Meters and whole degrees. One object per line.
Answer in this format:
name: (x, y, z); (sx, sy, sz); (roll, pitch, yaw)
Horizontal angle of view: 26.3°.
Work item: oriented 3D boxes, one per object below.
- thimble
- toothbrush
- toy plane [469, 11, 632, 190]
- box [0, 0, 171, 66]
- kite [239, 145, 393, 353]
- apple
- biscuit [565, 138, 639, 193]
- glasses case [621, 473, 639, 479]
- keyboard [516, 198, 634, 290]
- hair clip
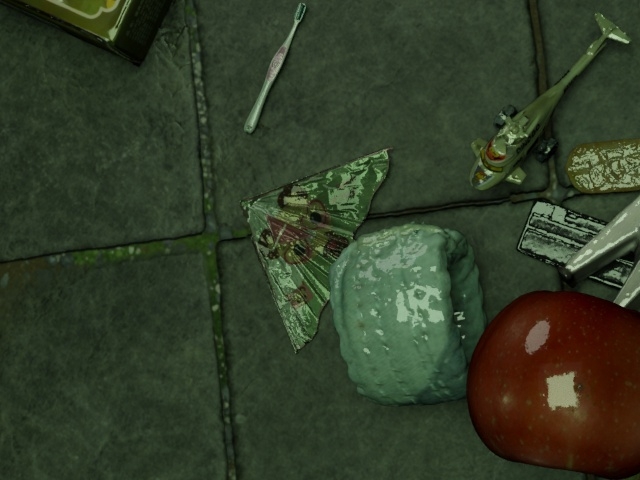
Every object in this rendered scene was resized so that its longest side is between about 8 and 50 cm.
thimble: (0.118, 0.096, 1.798); (0.172, 0.205, 0.250); (-7, 112, 19)
toothbrush: (-0.064, -0.248, 1.978); (0.017, 0.022, 0.204); (25, 94, 18)
toy plane: (0.299, -0.179, 1.840); (0.092, 0.108, 0.286); (42, 83, 16)
box: (-0.355, -0.520, 2.020); (0.373, 0.138, 0.420); (26, 92, 15)
kite: (0.000, 0.000, 1.940); (0.267, 0.013, 0.323); (23, 93, 17)
apple: (0.311, 0.176, 1.664); (0.260, 0.260, 0.217); (12, 84, 15)
biscuit: (0.403, -0.100, 1.842); (0.147, 0.018, 0.071); (-4, 85, 15)
glasses case: (0.571, 0.223, 1.725); (0.425, 0.098, 0.156); (-27, 77, 11)
keyboard: (0.390, 0.022, 1.834); (0.250, 0.017, 0.087); (20, 88, 14)
hair clip: (0.462, -0.035, 1.775); (0.331, 0.085, 0.101); (-45, 63, 3)
